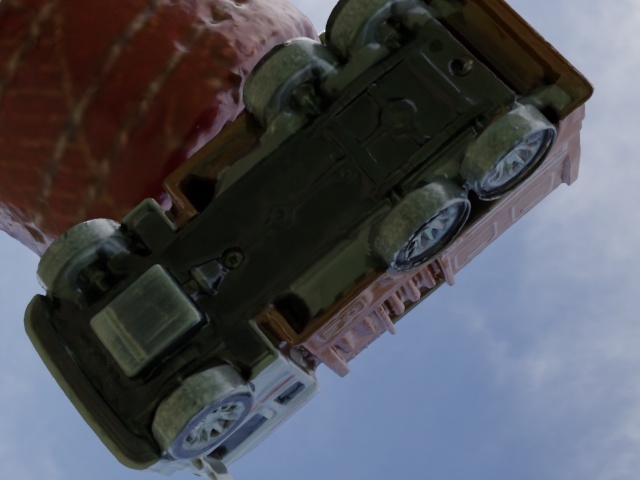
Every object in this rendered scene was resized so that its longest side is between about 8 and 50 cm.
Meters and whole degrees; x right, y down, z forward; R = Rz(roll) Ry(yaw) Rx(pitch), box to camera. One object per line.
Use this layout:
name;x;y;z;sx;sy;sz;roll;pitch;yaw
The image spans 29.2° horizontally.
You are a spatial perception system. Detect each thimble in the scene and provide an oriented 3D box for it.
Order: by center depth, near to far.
thimble;-0.162;-0.117;1.124;0.230;0.350;0.350;32;-74;8

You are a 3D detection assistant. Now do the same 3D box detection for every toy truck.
toy truck;0.000;0.000;0.868;0.387;0.207;0.173;-40;-113;-2

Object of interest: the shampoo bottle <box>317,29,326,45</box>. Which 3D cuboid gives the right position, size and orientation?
shampoo bottle;-0.026;-0.216;1.645;0.162;0.079;0.079;-27;-113;36
